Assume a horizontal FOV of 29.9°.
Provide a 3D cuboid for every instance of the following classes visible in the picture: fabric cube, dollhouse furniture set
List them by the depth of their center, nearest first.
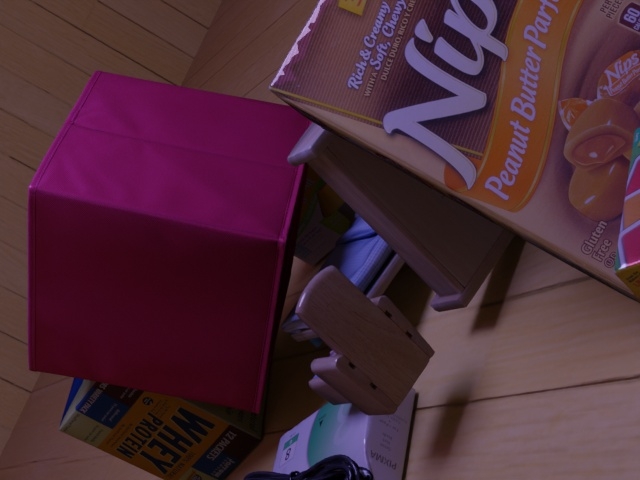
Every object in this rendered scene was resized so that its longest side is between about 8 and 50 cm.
[{"bbox_3d":[0.000,0.000,1.145,0.286,0.198,0.303,-52,16,-25],"label":"dollhouse furniture set"},{"bbox_3d":[-0.159,-0.004,1.318,0.259,0.258,0.254,-79,-2,-53],"label":"fabric cube"}]

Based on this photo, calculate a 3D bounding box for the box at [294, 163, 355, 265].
[{"bbox_3d":[0.006,-0.074,1.482,0.203,0.114,0.103,-42,25,47],"label":"box"}]

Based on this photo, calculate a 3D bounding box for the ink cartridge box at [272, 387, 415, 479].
[{"bbox_3d":[0.004,0.249,1.093,0.181,0.056,0.225,-42,23,44],"label":"ink cartridge box"}]

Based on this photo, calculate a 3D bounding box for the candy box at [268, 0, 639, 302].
[{"bbox_3d":[0.142,-0.110,0.879,0.183,0.316,0.087,-60,-21,1],"label":"candy box"}]

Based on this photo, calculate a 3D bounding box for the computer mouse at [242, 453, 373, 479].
[{"bbox_3d":[-0.006,0.309,0.995,0.184,0.060,0.262,-27,50,38],"label":"computer mouse"}]

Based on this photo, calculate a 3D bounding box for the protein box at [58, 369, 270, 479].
[{"bbox_3d":[-0.182,0.168,1.472,0.136,0.201,0.200,-49,21,32],"label":"protein box"}]

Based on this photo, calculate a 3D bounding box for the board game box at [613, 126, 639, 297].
[{"bbox_3d":[0.285,-0.057,0.666,0.259,0.039,0.124,-21,38,41],"label":"board game box"}]
